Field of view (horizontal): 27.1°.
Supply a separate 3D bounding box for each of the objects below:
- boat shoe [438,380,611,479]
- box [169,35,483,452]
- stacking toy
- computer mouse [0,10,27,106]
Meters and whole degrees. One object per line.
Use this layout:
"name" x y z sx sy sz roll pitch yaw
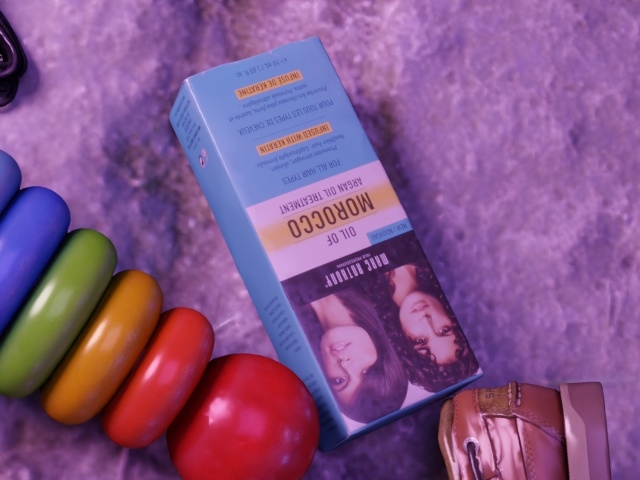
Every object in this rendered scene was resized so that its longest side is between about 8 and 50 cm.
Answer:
"boat shoe" 0.123 0.237 0.780 0.104 0.111 0.307 -3 73 9
"box" 0.000 0.000 0.838 0.100 0.060 0.244 -22 79 -22
"stacking toy" -0.146 0.044 0.754 0.330 0.141 0.141 33 65 -11
"computer mouse" -0.322 -0.145 0.792 0.262 0.060 0.184 -17 78 -22
